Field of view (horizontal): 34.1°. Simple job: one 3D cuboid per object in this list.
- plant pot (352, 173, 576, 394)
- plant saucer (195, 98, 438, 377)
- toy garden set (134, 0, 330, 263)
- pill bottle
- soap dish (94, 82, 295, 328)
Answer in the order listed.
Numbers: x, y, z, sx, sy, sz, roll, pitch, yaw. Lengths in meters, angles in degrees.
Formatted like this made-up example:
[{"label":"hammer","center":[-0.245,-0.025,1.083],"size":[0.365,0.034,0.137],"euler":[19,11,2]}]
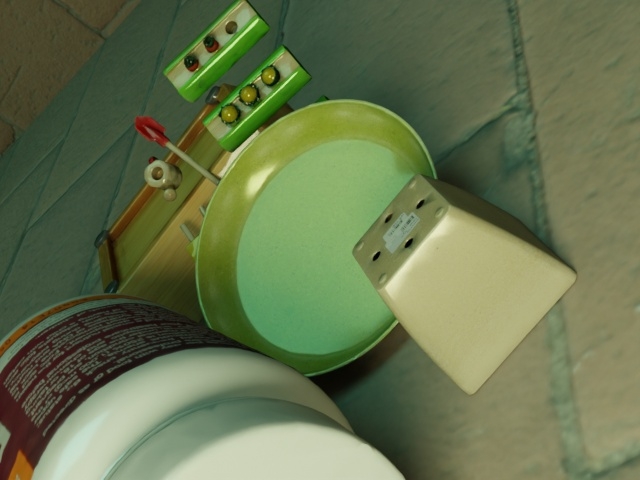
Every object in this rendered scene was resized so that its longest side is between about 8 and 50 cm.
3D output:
[{"label":"plant pot","center":[0.086,0.018,0.713],"size":[0.109,0.096,0.109],"euler":[-50,24,9]},{"label":"plant saucer","center":[0.000,0.000,0.869],"size":[0.241,0.037,0.241],"euler":[-14,64,30]},{"label":"toy garden set","center":[-0.082,-0.080,0.980],"size":[0.204,0.244,0.049],"euler":[-42,-17,11]},{"label":"pill bottle","center":[-0.105,0.168,0.704],"size":[0.224,0.224,0.392],"euler":[-58,24,-10]},{"label":"soap dish","center":[-0.124,-0.027,1.128],"size":[0.291,0.118,0.229],"euler":[-51,24,8]}]
